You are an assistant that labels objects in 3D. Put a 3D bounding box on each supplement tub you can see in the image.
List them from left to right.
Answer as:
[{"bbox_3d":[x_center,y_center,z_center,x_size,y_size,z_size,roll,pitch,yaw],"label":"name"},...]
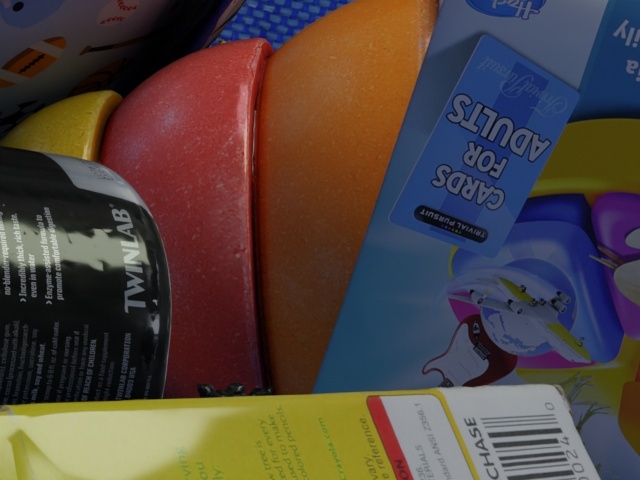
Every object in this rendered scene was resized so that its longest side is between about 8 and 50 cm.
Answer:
[{"bbox_3d":[-0.247,0.038,0.829,0.316,0.193,0.194,8,12,-36],"label":"supplement tub"}]

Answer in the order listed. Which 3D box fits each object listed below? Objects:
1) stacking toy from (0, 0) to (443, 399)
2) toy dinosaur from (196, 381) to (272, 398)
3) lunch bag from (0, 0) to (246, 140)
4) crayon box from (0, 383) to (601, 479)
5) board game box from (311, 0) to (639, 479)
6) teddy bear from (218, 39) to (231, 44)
[{"bbox_3d":[-0.107,0.002,1.099,0.480,0.350,0.350,-1,9,4],"label":"stacking toy"},{"bbox_3d":[-0.058,0.132,0.785,0.064,0.118,0.268,2,9,1],"label":"toy dinosaur"},{"bbox_3d":[-0.177,-0.197,1.168,0.386,0.238,0.328,-21,-11,-29],"label":"lunch bag"},{"bbox_3d":[-0.005,0.151,0.554,0.319,0.081,0.202,4,55,-46],"label":"crayon box"},{"bbox_3d":[0.131,0.070,0.741,0.254,0.336,0.079,18,-2,21],"label":"board game box"},{"bbox_3d":[0.000,0.000,1.369,0.338,0.113,0.245,46,13,-12],"label":"teddy bear"}]
